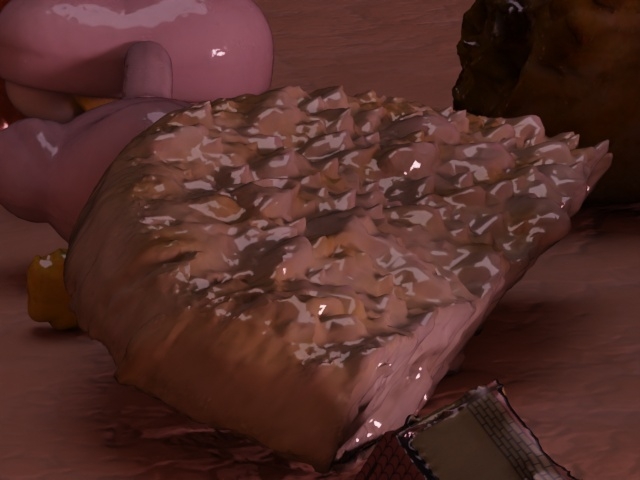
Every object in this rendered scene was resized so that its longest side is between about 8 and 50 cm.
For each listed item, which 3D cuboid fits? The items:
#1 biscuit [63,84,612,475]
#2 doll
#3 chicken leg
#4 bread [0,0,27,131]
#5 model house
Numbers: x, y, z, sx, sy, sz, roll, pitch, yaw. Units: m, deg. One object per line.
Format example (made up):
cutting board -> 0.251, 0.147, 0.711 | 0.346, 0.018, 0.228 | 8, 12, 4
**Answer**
biscuit -> 0.000, 0.000, 0.752 | 0.179, 0.084, 0.281 | 22, 26, 21
doll -> -0.092, -0.066, 0.972 | 0.160, 0.094, 0.365 | -2, 23, -8
chicken leg -> 0.267, -0.133, 1.001 | 0.429, 0.201, 0.152 | -19, 45, 3
bread -> -0.239, -0.117, 1.197 | 0.190, 0.123, 0.244 | -8, 15, -37
model house -> 0.042, 0.079, 0.575 | 0.058, 0.057, 0.083 | -30, 41, -8
